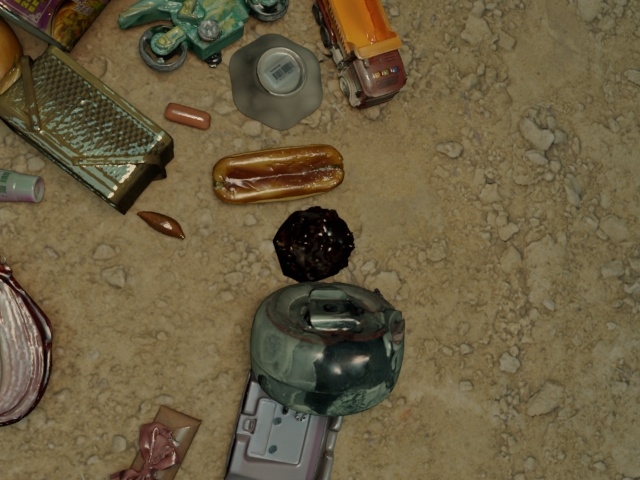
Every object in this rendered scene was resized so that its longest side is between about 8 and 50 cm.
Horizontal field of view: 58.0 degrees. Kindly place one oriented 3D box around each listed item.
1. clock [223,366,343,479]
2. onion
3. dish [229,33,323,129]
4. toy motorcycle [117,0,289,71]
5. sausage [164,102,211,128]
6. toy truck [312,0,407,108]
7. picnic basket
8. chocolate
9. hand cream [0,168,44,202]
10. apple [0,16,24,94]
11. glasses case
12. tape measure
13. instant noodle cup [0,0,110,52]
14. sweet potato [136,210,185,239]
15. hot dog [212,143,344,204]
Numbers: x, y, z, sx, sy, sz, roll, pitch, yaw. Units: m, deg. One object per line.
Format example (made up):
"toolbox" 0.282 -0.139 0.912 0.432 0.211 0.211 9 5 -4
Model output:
"clock" -0.061 0.342 1.034 0.187 0.083 0.253 14 84 -11
"onion" -0.530 0.151 0.920 0.227 0.120 0.283 10 87 -10
"dish" -0.078 -0.307 1.081 0.191 0.066 0.190 1 87 -13
"toy motorcycle" -0.215 -0.431 1.039 0.297 0.109 0.198 -37 91 -13
"sausage" -0.242 -0.227 1.055 0.083 0.034 0.034 14 83 -13
"toy truck" 0.071 -0.393 1.084 0.114 0.135 0.270 -21 91 -14
"picnic basket" -0.382 -0.176 0.953 0.267 0.165 0.139 39 78 -8
"chocolate" 0.000 0.000 1.046 0.156 0.133 0.156 1 84 -12
"hand cream" -0.562 -0.097 0.973 0.175 0.047 0.076 6 86 -4
"apple" -0.563 -0.292 0.912 0.199 0.199 0.199 1 86 -13
"glasses case" -0.291 0.381 0.986 0.103 0.070 0.193 27 81 -8
"tape measure" 0.010 0.164 0.974 0.257 0.275 0.147 0 113 -8
"instant noodle cup" -0.446 -0.475 0.890 0.340 0.340 0.265 30 89 -9
"sweet potato" -0.283 -0.031 1.034 0.095 0.034 0.034 29 81 -10
"hot dog" -0.075 -0.122 1.069 0.250 0.068 0.100 -8 101 -11
